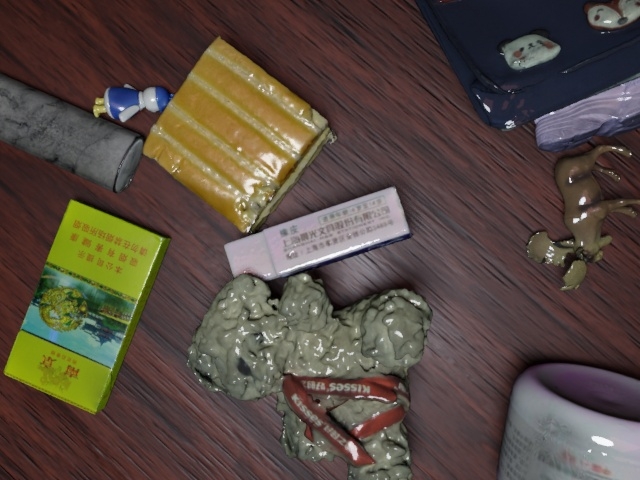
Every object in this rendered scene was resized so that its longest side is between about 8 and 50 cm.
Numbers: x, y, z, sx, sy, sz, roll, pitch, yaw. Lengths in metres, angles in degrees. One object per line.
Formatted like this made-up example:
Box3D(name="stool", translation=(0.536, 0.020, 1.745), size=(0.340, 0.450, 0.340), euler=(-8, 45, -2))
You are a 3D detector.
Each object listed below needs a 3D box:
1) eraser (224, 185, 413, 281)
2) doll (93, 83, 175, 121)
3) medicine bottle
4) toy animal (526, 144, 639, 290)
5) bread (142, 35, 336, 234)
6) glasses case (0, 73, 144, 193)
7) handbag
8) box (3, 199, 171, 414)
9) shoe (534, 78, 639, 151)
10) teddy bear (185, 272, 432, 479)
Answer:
Box3D(name="eraser", translation=(0.000, 0.000, 0.920), size=(0.287, 0.130, 0.086), euler=(-18, 87, 6))
Box3D(name="doll", translation=(-0.325, -0.244, 0.982), size=(0.143, 0.057, 0.098), euler=(-8, 51, -3))
Box3D(name="medicine bottle", translation=(0.390, 0.371, 0.819), size=(0.256, 0.256, 0.324), euler=(8, 97, 5))
Box3D(name="toy animal", translation=(0.427, -0.036, 0.911), size=(0.186, 0.094, 0.214), euler=(-16, 81, 0))
Box3D(name="bread", translation=(-0.135, -0.164, 0.942), size=(0.246, 0.111, 0.239), euler=(37, 95, 2))
Box3D(name="glasses case", translation=(-0.468, -0.193, 0.994), size=(0.299, 0.060, 0.114), euler=(25, 92, 5))
Box3D(name="handbag", translation=(0.333, -0.369, 0.864), size=(0.303, 0.122, 0.329), euler=(-23, 69, 4))
Box3D(name="box", translation=(-0.414, 0.116, 0.994), size=(0.187, 0.047, 0.335), euler=(22, 92, 4))
Box3D(name="shoe", translation=(0.455, -0.239, 0.905), size=(0.245, 0.095, 0.137), euler=(-18, 80, 5))
Box3D(name="teddy bear", translation=(-0.033, 0.206, 0.857), size=(0.368, 0.224, 0.357), euler=(4, 113, -1))
